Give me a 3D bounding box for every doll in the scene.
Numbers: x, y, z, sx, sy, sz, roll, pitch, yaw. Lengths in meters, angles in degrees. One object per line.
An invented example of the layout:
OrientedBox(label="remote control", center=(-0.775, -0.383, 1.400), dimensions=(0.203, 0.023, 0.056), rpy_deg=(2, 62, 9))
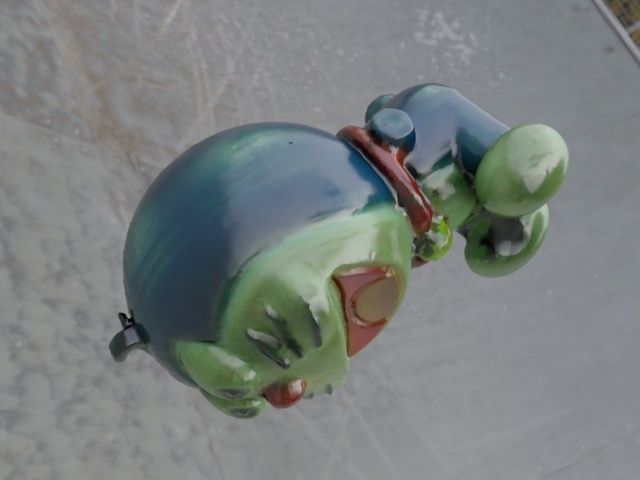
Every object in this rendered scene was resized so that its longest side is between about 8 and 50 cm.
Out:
OrientedBox(label="doll", center=(0.000, -0.001, 0.544), dimensions=(0.186, 0.322, 0.198), rpy_deg=(52, -20, 29))
